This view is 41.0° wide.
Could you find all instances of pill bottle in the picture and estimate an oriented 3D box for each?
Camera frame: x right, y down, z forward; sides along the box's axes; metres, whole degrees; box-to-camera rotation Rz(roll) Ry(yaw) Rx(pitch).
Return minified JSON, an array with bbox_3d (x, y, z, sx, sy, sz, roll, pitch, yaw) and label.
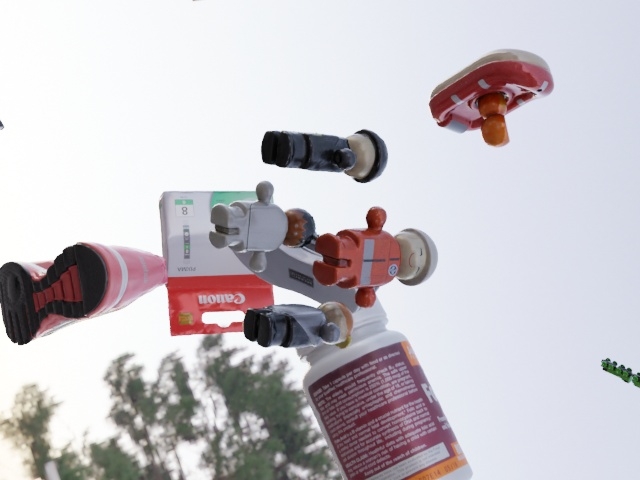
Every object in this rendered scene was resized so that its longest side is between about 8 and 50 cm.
[{"bbox_3d":[0.102,0.308,1.606,0.392,0.224,0.224,65,-27,17],"label":"pill bottle"}]

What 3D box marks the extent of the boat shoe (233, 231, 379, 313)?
[{"bbox_3d":[-0.019,0.017,1.094,0.228,0.076,0.080,22,-51,32],"label":"boat shoe"}]

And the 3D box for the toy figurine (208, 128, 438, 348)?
[{"bbox_3d":[0.000,0.000,0.915,0.209,0.148,0.213,-49,-125,38],"label":"toy figurine"}]

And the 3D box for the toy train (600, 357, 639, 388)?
[{"bbox_3d":[0.476,0.209,1.338,0.083,0.017,0.023,25,-46,43],"label":"toy train"}]

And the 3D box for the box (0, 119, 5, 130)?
[{"bbox_3d":[-0.600,-0.129,1.168,0.169,0.290,0.087,-30,-88,29],"label":"box"}]

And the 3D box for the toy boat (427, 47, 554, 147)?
[{"bbox_3d":[0.311,-0.237,1.535,0.231,0.151,0.151,-29,-120,42],"label":"toy boat"}]

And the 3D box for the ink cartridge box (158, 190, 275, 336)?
[{"bbox_3d":[-0.156,0.032,1.350,0.056,0.181,0.224,137,-52,-62],"label":"ink cartridge box"}]

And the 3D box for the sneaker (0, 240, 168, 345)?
[{"bbox_3d":[-0.323,0.072,1.154,0.314,0.136,0.115,-12,-96,43],"label":"sneaker"}]
